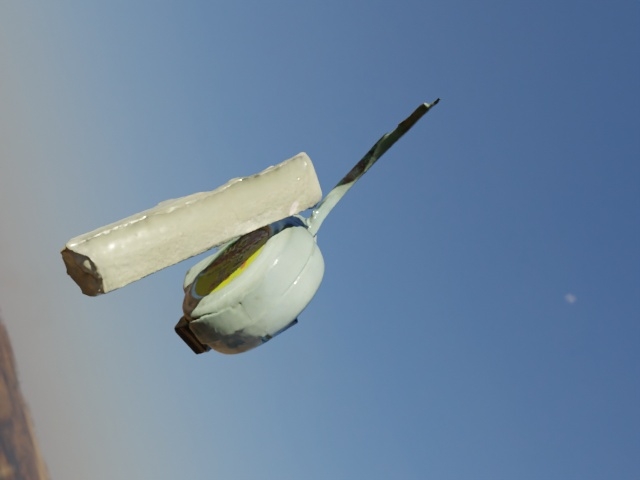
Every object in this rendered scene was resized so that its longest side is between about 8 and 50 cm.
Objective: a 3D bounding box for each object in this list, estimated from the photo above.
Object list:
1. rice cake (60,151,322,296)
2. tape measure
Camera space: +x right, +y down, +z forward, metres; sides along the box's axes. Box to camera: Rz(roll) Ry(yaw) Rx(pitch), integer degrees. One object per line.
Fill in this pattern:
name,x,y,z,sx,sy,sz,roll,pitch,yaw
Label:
rice cake,-0.109,-0.017,0.900,0.052,0.256,0.057,23,-52,46
tape measure,0.001,0.000,0.955,0.084,0.330,0.164,47,24,-27
